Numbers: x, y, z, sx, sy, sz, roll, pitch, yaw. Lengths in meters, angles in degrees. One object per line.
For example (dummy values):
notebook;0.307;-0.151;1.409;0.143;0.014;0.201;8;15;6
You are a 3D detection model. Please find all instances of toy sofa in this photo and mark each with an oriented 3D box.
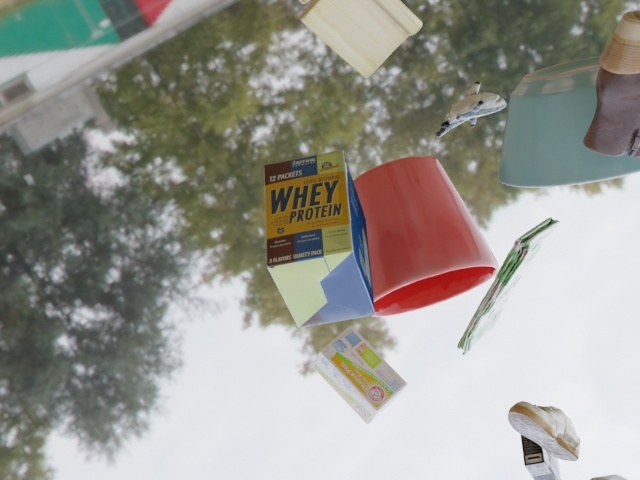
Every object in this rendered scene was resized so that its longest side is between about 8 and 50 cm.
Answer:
toy sofa;0.031;-0.421;1.419;0.177;0.150;0.362;-45;-144;12

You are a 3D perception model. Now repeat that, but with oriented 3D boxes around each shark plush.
shark plush;0.313;-0.260;1.933;0.161;0.067;0.073;-42;-144;23

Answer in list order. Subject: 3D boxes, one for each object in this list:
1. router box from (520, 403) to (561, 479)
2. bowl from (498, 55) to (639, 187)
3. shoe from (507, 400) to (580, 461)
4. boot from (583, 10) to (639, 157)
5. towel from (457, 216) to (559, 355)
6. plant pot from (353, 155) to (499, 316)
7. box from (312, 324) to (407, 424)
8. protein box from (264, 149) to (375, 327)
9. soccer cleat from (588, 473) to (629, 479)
router box;0.469;0.448;1.942;0.046;0.179;0.133;-15;-130;20
bowl;0.429;-0.204;1.475;0.312;0.163;0.311;-14;-166;3
shoe;0.376;0.307;1.521;0.077;0.219;0.058;5;-115;40
boot;0.495;-0.208;1.235;0.249;0.206;0.090;3;-141;0
towel;0.439;0.103;2.123;0.248;0.038;0.324;-26;145;-56
plant pot;0.174;-0.013;1.732;0.275;0.243;0.275;-16;164;-5
box;0.094;0.328;2.219;0.114;0.203;0.103;-38;165;-28
protein box;0.000;0.000;1.489;0.136;0.199;0.201;-10;-126;9
soccer cleat;0.474;0.564;1.561;0.116;0.143;0.331;-3;-112;41
